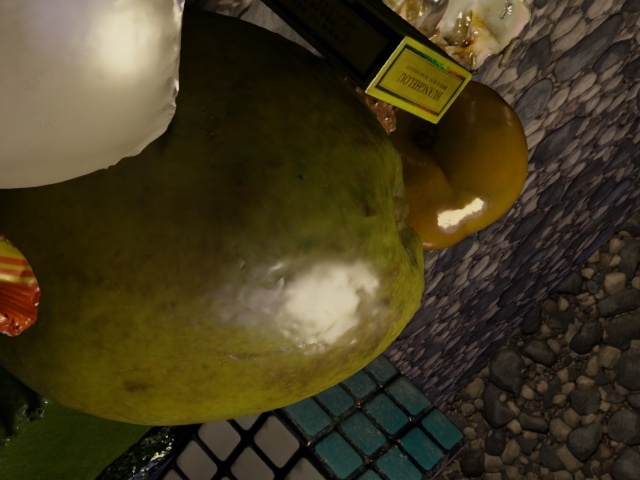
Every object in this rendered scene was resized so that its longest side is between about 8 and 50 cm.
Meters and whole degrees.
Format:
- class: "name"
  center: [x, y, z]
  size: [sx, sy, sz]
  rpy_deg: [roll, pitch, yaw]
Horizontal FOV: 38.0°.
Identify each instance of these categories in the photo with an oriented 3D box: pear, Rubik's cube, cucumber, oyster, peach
- class: "pear"
  center: [-0.119, -0.022, 0.773]
  size: [0.413, 0.352, 0.352]
  rpy_deg: [1, 152, 4]
- class: "Rubik's cube"
  center: [-0.016, 0.384, 1.608]
  size: [0.344, 0.337, 0.344]
  rpy_deg: [-26, 156, -55]
- class: "cucumber"
  center: [-0.312, 0.377, 1.565]
  size: [0.293, 0.067, 0.067]
  rpy_deg: [-38, 156, -14]
- class: "oyster"
  center: [0.155, -0.293, 1.052]
  size: [0.201, 0.107, 0.354]
  rpy_deg: [-16, 166, -3]
- class: "peach"
  center: [0.142, -0.096, 1.176]
  size: [0.251, 0.251, 0.153]
  rpy_deg: [-37, 139, -6]

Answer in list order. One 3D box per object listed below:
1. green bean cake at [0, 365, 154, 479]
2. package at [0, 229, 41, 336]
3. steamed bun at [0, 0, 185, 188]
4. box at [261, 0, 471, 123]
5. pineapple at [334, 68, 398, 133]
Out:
- class: "green bean cake"
  center: [-0.302, 0.168, 1.103]
  size: [0.247, 0.156, 0.250]
  rpy_deg: [-46, 155, 11]
- class: "package"
  center: [-0.329, -0.040, 0.588]
  size: [0.223, 0.288, 0.109]
  rpy_deg: [19, 93, -54]
- class: "steamed bun"
  center: [-0.219, -0.175, 0.507]
  size: [0.309, 0.309, 0.309]
  rpy_deg: [-32, 155, -17]
- class: "box"
  center: [0.019, -0.203, 0.840]
  size: [0.064, 0.220, 0.141]
  rpy_deg: [-55, 151, 17]
- class: "pineapple"
  center: [0.017, -0.119, 1.017]
  size: [0.237, 0.119, 0.111]
  rpy_deg: [-62, 158, -64]
